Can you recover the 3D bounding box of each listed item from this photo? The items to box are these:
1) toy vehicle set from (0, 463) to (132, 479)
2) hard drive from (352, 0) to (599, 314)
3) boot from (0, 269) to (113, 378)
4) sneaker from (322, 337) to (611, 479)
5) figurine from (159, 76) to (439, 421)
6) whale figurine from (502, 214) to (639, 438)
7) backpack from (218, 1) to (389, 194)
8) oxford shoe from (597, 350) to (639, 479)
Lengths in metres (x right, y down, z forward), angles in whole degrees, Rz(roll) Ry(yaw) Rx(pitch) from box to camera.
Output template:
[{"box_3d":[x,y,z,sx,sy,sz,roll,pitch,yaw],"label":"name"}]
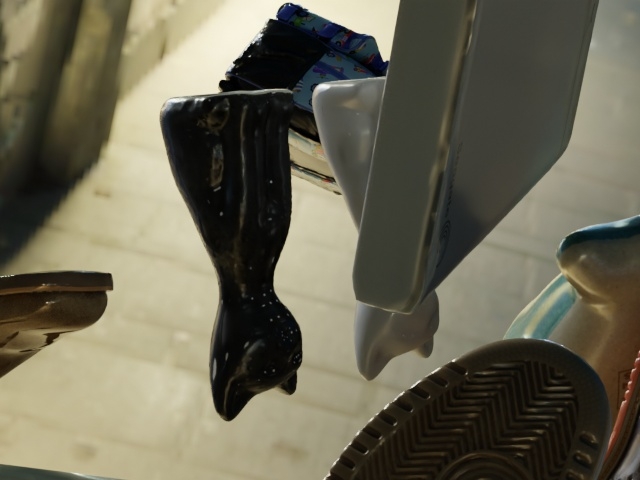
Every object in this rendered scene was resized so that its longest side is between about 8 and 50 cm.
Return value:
[{"box_3d":[-0.313,0.281,1.844,0.267,0.166,0.035,9,34,-18],"label":"toy vehicle set"},{"box_3d":[0.115,-0.118,1.249,0.047,0.233,0.353,16,22,17],"label":"hard drive"},{"box_3d":[-0.244,0.094,1.340,0.305,0.115,0.112,-23,-19,39],"label":"boot"},{"box_3d":[0.041,0.174,0.891,0.099,0.282,0.153,35,-1,23],"label":"sneaker"},{"box_3d":[0.000,0.000,1.316,0.215,0.209,0.092,-10,8,-42],"label":"figurine"},{"box_3d":[0.208,0.059,1.420,0.216,0.272,0.141,-14,50,-5],"label":"whale figurine"},{"box_3d":[0.021,-0.110,1.710,0.173,0.117,0.158,26,-18,31],"label":"backpack"},{"box_3d":[0.241,0.130,1.256,0.098,0.271,0.097,29,-3,43],"label":"oxford shoe"}]
